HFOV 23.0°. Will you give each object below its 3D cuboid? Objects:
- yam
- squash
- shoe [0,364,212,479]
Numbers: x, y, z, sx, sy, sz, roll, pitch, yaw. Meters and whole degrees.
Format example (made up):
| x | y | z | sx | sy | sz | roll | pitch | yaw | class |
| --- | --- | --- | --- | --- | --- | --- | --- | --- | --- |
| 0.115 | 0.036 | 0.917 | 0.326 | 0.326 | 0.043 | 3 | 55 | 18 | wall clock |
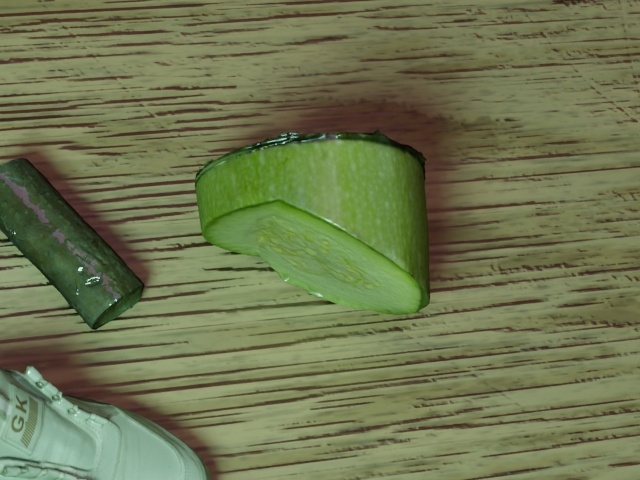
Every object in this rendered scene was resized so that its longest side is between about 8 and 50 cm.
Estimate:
| x | y | z | sx | sy | sz | roll | pitch | yaw | class |
| --- | --- | --- | --- | --- | --- | --- | --- | --- | --- |
| -0.235 | 0.003 | 1.429 | 0.068 | 0.068 | 0.169 | -40 | 81 | -25 | yam |
| -0.010 | -0.010 | 1.405 | 0.220 | 0.220 | 0.133 | 5 | 73 | -9 | squash |
| -0.241 | 0.164 | 1.297 | 0.316 | 0.159 | 0.124 | 9 | 62 | -4 | shoe |
